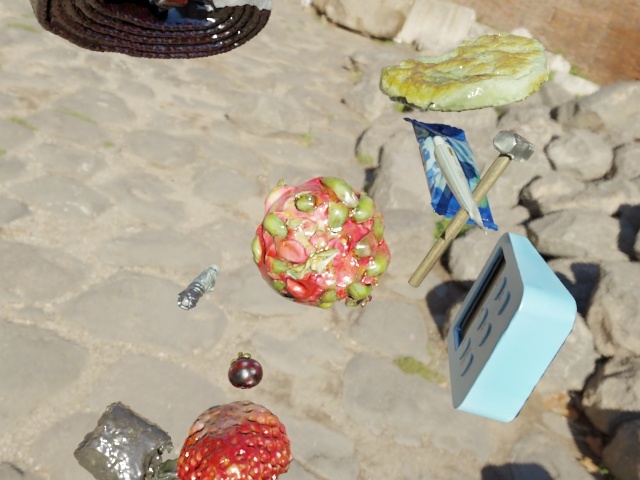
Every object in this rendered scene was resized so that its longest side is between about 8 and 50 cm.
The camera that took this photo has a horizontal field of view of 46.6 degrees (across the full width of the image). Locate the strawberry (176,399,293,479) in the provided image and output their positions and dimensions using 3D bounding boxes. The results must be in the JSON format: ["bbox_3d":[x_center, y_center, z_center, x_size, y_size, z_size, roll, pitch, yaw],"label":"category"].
[{"bbox_3d":[-0.196,0.458,1.666,0.265,0.149,0.336,-3,3,-3],"label":"strawberry"}]

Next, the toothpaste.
[{"bbox_3d":[0.241,-0.107,1.316,0.067,0.037,0.255,45,21,-39],"label":"toothpaste"}]

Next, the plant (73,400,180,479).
[{"bbox_3d":[-0.437,0.527,1.787,0.276,0.188,0.199,43,-21,-9],"label":"plant"}]

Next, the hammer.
[{"bbox_3d":[0.284,-0.054,1.465,0.043,0.365,0.111,44,22,27],"label":"hammer"}]

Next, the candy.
[{"bbox_3d":[0.306,-0.165,1.765,0.187,0.077,0.331,12,50,-22],"label":"candy"}]

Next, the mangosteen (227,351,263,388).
[{"bbox_3d":[-0.168,0.294,1.664,0.081,0.081,0.081,17,24,-8],"label":"mangosteen"}]

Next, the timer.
[{"bbox_3d":[0.267,0.123,1.155,0.091,0.231,0.250,17,24,-13],"label":"timer"}]

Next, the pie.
[{"bbox_3d":[0.316,-0.349,1.556,0.371,0.078,0.296,-18,31,-13],"label":"pie"}]

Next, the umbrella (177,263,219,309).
[{"bbox_3d":[-0.268,0.104,1.648,0.046,0.050,0.188,5,20,8],"label":"umbrella"}]

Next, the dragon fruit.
[{"bbox_3d":[0.011,0.003,1.317,0.237,0.231,0.303,8,1,24],"label":"dragon fruit"}]

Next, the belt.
[{"bbox_3d":[-0.188,-0.309,0.811,0.289,0.184,0.164,-4,59,-47],"label":"belt"}]
